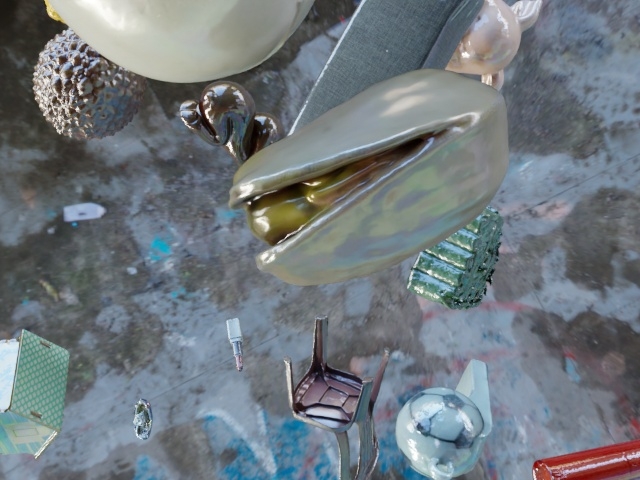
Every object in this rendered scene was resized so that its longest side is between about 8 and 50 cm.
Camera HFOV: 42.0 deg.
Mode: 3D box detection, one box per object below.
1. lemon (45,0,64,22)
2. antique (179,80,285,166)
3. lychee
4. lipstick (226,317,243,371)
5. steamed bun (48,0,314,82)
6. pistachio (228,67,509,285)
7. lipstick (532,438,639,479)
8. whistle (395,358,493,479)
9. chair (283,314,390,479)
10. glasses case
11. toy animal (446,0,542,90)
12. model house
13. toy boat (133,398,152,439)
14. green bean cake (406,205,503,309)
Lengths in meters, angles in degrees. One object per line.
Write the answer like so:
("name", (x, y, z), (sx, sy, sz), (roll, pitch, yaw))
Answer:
("lemon", (-0.313, -0.373, 1.191), (0.142, 0.142, 0.187), (39, 61, 5))
("antique", (-0.184, -0.274, 1.920), (0.143, 0.257, 0.121), (-31, 48, 25))
("lychee", (-0.385, -0.266, 1.397), (0.200, 0.238, 0.200), (3, 80, -17))
("lipstick", (-0.161, 0.203, 1.607), (0.025, 0.025, 0.107), (-11, 59, -1))
("steamed bun", (-0.145, -0.343, 0.809), (0.334, 0.334, 0.373), (-3, 108, 8))
("pistachio", (0.058, -0.060, 0.800), (0.288, 0.197, 0.166), (-30, 91, -12))
("lipstick", (0.479, 0.368, 1.360), (0.280, 0.073, 0.073), (-6, 91, -18))
("whistle", (0.206, 0.305, 1.420), (0.164, 0.289, 0.163), (3, 118, 6))
("chair", (0.035, 0.350, 1.748), (0.183, 0.175, 0.326), (18, 126, 20))
("glasses case", (0.072, -0.202, 1.043), (0.131, 0.074, 0.323), (35, 100, 26))
("toy animal", (0.214, -0.361, 1.375), (0.250, 0.154, 0.166), (33, 133, 14))
("model house", (-0.451, 0.226, 1.140), (0.207, 0.178, 0.271), (-6, 135, -6))
("toy boat", (-0.329, 0.328, 1.535), (0.038, 0.038, 0.083), (4, 105, 8))
("green bean cake", (0.269, 0.023, 1.540), (0.107, 0.193, 0.208), (27, 102, 32))
